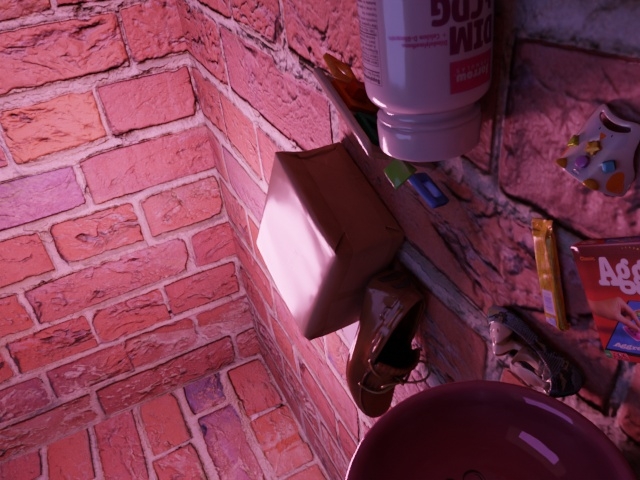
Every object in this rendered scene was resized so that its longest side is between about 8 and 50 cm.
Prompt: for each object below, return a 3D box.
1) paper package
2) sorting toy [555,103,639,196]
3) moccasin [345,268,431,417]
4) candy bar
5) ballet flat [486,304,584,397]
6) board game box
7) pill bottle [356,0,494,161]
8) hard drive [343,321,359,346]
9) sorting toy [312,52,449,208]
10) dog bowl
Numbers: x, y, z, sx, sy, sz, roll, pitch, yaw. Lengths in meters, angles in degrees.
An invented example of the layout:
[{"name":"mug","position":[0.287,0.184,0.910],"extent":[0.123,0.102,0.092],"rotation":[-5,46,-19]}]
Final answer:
[{"name":"paper package","position":[0.000,0.000,1.222],"extent":[0.309,0.168,0.324],"rotation":[59,149,29]},{"name":"sorting toy","position":[0.294,-0.099,0.571],"extent":[0.083,0.045,0.075],"rotation":[54,137,40]},{"name":"moccasin","position":[0.152,0.245,1.172],"extent":[0.147,0.139,0.379],"rotation":[38,128,40]},{"name":"candy bar","position":[0.303,0.047,0.721],"extent":[0.040,0.018,0.161],"rotation":[-151,43,-69]},{"name":"ballet flat","position":[0.292,0.160,0.800],"extent":[0.188,0.070,0.070],"rotation":[43,149,54]},{"name":"board game box","position":[0.373,0.062,0.522],"extent":[0.145,0.027,0.281],"rotation":[72,162,-3]},{"name":"pill bottle","position":[0.129,-0.252,0.668],"extent":[0.160,0.160,0.283],"rotation":[45,151,52]},{"name":"hard drive","position":[0.098,0.169,1.409],"extent":[0.203,0.040,0.307],"rotation":[65,162,15]},{"name":"sorting toy","position":[0.095,-0.198,0.864],"extent":[0.047,0.196,0.347],"rotation":[-45,61,29]},{"name":"dog bowl","position":[0.206,0.347,0.674],"extent":[0.408,0.408,0.150],"rotation":[43,154,54]}]
